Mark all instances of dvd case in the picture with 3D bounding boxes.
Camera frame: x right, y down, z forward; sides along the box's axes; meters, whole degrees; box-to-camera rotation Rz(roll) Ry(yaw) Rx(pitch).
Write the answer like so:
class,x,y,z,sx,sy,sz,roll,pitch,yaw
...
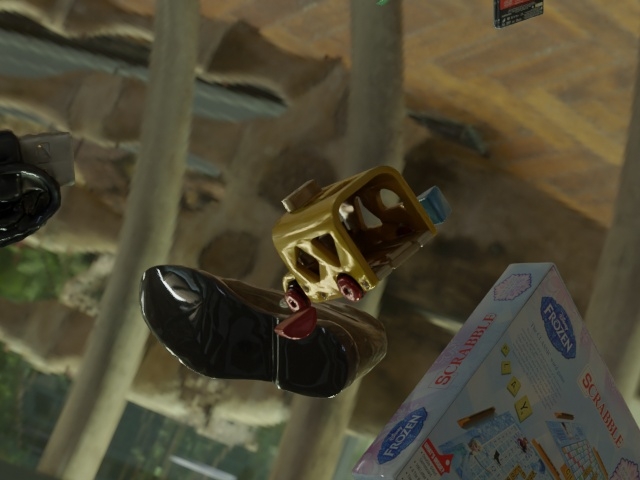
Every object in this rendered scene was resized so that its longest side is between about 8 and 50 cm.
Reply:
class,x,y,z,sx,sy,sz,roll,pitch,yaw
dvd case,0.235,-0.319,1.467,0.013,0.087,0.119,20,124,42

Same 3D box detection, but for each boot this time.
class,x,y,z,sx,sy,sz,roll,pitch,yaw
boot,-0.067,0.093,1.368,0.305,0.112,0.115,16,-160,31

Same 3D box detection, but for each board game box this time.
class,x,y,z,sx,sy,sz,roll,pitch,yaw
board game box,0.211,0.243,1.303,0.066,0.318,0.318,-1,127,48

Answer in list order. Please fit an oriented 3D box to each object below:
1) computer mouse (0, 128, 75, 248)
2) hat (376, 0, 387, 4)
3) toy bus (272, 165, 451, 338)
class,x,y,z,sx,sy,sz,roll,pitch,yaw
computer mouse,-0.211,-0.120,0.483,0.189,0.272,0.072,-10,167,-24
hat,0.064,-0.387,1.384,0.183,0.173,0.208,43,178,-5
toy bus,0.010,-0.005,1.152,0.104,0.202,0.191,57,-166,-9
